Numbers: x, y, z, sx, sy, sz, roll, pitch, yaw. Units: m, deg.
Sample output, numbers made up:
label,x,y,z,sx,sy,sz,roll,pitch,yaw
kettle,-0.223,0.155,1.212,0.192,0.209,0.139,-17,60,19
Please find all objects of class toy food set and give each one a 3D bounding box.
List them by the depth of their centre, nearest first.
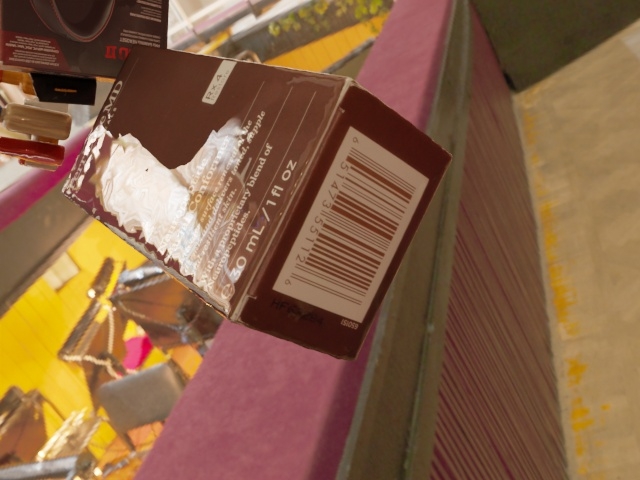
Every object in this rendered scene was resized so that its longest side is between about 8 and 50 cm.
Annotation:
label,x,y,z,sx,sy,sz,roll,pitch,yaw
toy food set,-0.430,-0.171,0.966,0.105,0.111,0.232,8,-11,-28

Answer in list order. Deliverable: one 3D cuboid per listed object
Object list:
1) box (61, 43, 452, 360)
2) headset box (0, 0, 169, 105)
label,x,y,z,sx,sy,sz,roll,pitch,yaw
box,-0.088,-0.061,0.617,0.381,0.143,0.191,24,89,50
headset box,-0.277,-0.297,0.714,0.110,0.293,0.218,12,12,32
